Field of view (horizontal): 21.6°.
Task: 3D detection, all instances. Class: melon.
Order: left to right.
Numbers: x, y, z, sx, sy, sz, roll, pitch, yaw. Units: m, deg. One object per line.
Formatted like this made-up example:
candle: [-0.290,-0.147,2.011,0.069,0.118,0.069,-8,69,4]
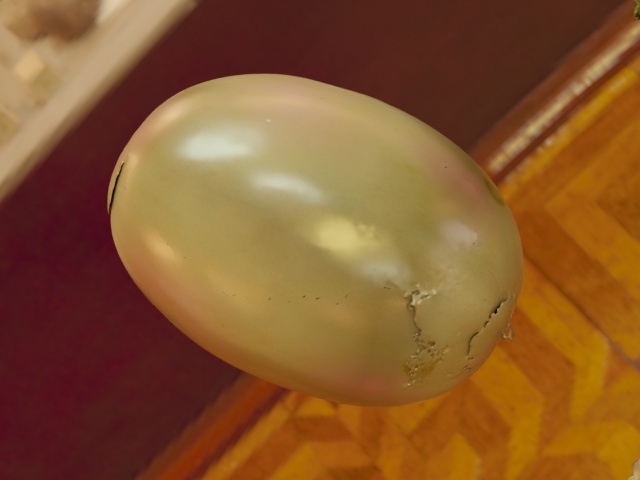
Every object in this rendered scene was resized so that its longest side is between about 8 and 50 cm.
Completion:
melon: [0.000,0.000,1.233,0.317,0.223,0.223,25,76,7]

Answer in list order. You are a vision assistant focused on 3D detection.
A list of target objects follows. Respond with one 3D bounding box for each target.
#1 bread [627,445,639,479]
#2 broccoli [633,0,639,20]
bread: [0.339,0.127,0.875,0.155,0.338,0.187,-163,87,-76]
broccoli: [0.445,-0.167,1.378,0.310,0.321,0.413,-26,56,-35]
